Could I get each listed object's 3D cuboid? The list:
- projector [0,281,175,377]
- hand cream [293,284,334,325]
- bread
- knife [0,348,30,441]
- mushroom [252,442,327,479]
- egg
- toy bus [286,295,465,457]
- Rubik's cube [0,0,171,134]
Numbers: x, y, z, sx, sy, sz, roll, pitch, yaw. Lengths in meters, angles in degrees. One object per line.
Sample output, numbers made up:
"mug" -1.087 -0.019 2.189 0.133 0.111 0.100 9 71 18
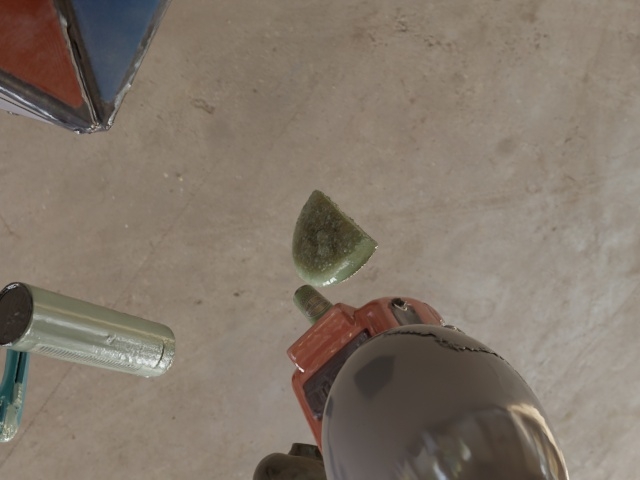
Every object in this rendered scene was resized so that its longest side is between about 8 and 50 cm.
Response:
"projector" -0.399 0.164 1.199 0.108 0.108 0.337 -50 145 6
"hand cream" 0.013 0.164 1.482 0.086 0.235 0.055 -37 131 -10
"bread" -0.001 0.005 0.966 0.036 0.193 0.112 29 101 -33
"knife" -0.505 0.231 1.136 0.031 0.222 0.064 -22 133 7
"mushroom" -0.057 0.427 1.226 0.117 0.188 0.141 21 66 -28
"egg" 0.078 0.142 0.443 0.146 0.199 0.147 -15 133 -16
"toy bus" 0.131 0.268 0.837 0.203 0.427 0.233 -45 140 18
"Rubik's cube" -0.341 -0.309 0.692 0.307 0.310 0.305 27 88 -42
